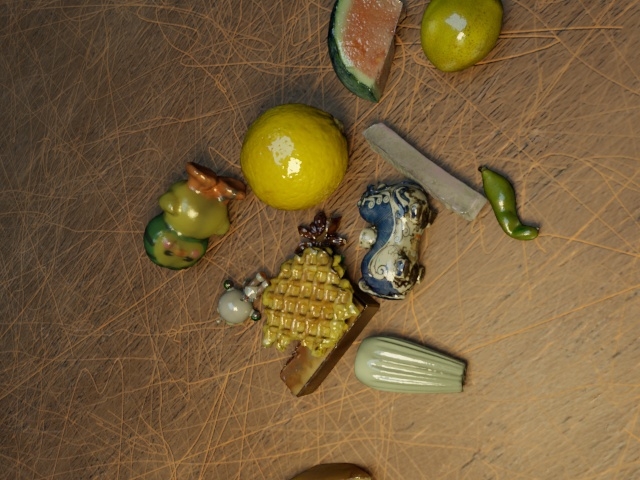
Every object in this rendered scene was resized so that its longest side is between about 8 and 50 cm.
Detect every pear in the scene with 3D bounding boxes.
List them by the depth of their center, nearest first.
[{"bbox_3d":[0.320,-0.492,1.202,0.198,0.198,0.197,-4,82,28],"label":"pear"}]

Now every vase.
[{"bbox_3d":[0.209,0.295,1.207,0.248,0.128,0.128,6,87,20],"label":"vase"}]

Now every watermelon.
[{"bbox_3d":[0.118,-0.525,1.346,0.226,0.148,0.317,-16,79,18],"label":"watermelon"}]

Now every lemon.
[{"bbox_3d":[-0.067,-0.210,1.327,0.293,0.293,0.292,-4,82,28],"label":"lemon"}]

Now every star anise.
[{"bbox_3d":[0.000,-0.001,1.386,0.168,0.057,0.167,-6,79,34],"label":"star anise"}]

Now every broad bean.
[{"bbox_3d":[0.415,-0.087,1.179,0.070,0.048,0.213,-40,65,29],"label":"broad bean"}]

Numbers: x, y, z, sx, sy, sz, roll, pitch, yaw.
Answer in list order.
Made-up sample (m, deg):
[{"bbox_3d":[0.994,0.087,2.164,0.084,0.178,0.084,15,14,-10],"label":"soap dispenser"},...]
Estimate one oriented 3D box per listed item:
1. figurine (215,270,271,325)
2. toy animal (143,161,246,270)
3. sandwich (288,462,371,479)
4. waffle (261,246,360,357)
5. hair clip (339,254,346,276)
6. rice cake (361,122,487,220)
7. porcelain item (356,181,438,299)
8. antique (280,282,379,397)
[{"bbox_3d":[-0.214,0.163,1.466,0.197,0.093,0.147,-41,89,10],"label":"figurine"},{"bbox_3d":[-0.386,-0.070,1.531,0.338,0.216,0.191,-55,37,16],"label":"toy animal"},{"bbox_3d":[0.023,0.612,1.282,0.258,0.096,0.094,-14,84,25],"label":"sandwich"},{"bbox_3d":[-0.036,0.160,1.302,0.301,0.058,0.281,-26,58,34],"label":"waffle"},{"bbox_3d":[0.027,0.120,1.370,0.049,0.049,0.172,30,97,28],"label":"hair clip"},{"bbox_3d":[0.244,-0.170,1.269,0.072,0.056,0.365,-46,63,-4],"label":"rice cake"},{"bbox_3d":[0.161,-0.004,1.258,0.186,0.138,0.287,10,87,33],"label":"porcelain item"},{"bbox_3d":[0.016,0.255,1.330,0.093,0.087,0.309,41,104,28],"label":"antique"}]
